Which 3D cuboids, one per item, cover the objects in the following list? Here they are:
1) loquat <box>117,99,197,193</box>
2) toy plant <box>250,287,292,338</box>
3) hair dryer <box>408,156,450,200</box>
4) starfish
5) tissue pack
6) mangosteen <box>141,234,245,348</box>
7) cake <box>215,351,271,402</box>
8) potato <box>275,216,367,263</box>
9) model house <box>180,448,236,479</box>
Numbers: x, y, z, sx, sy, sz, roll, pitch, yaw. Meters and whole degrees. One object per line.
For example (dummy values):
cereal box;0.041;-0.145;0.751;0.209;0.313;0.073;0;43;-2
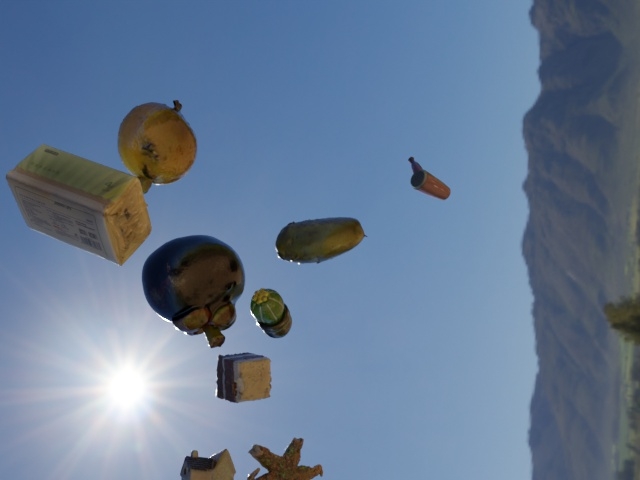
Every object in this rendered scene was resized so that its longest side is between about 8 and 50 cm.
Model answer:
loquat;-0.338;-0.191;1.399;0.172;0.149;0.205;48;-129;-57
toy plant;-0.130;0.183;1.746;0.162;0.092;0.093;65;-142;-51
hair dryer;0.262;-0.170;1.730;0.106;0.054;0.154;21;-149;-37
starfish;-0.069;0.452;1.327;0.209;0.053;0.150;15;-81;-43
tissue pack;-0.463;-0.069;1.319;0.159;0.234;0.125;89;-154;-49
mangosteen;-0.315;0.135;1.756;0.275;0.275;0.302;13;-127;-63
cake;-0.222;0.401;1.987;0.134;0.147;0.135;0;-94;-42
potato;0.000;0.000;1.796;0.149;0.251;0.113;-70;-27;-70
model house;-0.229;0.465;1.331;0.100;0.087;0.100;14;-121;-28
